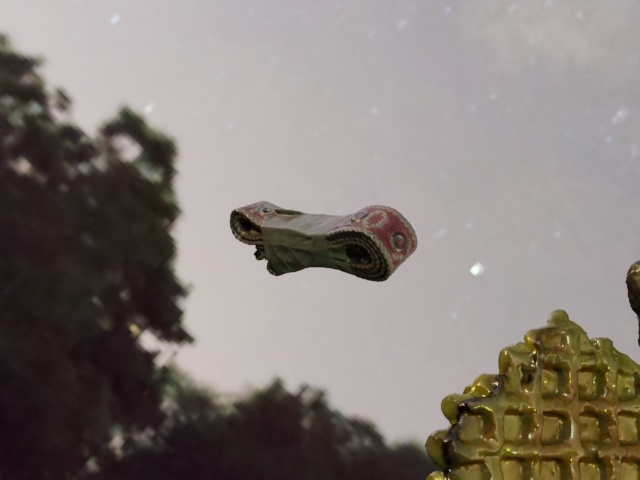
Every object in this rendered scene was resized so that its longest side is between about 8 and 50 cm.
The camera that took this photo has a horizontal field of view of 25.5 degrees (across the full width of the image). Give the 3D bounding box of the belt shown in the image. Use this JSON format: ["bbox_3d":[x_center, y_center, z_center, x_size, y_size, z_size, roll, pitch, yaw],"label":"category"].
[{"bbox_3d":[0.000,0.000,1.360,0.232,0.053,0.071,7,-50,50],"label":"belt"}]

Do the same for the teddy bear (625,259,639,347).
[{"bbox_3d":[0.414,0.089,1.438,0.190,0.177,0.140,-14,-13,25],"label":"teddy bear"}]

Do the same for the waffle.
[{"bbox_3d":[0.225,0.223,1.275,0.058,0.281,0.301,-16,-84,63],"label":"waffle"}]
